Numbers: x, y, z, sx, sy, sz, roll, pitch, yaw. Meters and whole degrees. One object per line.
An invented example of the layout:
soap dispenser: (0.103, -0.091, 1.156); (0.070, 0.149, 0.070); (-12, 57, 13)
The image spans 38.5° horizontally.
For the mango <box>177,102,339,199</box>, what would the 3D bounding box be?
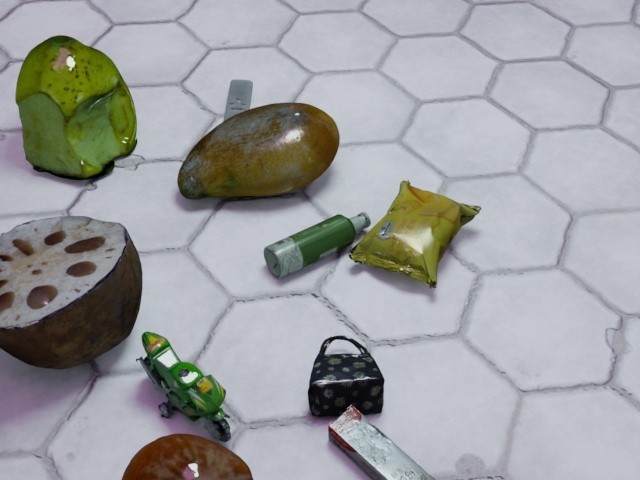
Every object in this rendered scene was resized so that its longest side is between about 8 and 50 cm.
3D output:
mango: (-0.117, -0.158, 1.711); (0.316, 0.146, 0.193); (-22, 47, -4)

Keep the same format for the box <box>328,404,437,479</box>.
box: (0.102, 0.323, 1.294); (0.055, 0.039, 0.218); (-34, 55, -29)

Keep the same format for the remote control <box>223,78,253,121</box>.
remote control: (-0.171, -0.265, 1.895); (0.050, 0.027, 0.184); (2, 49, 2)

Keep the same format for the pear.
pear: (-0.445, -0.277, 1.734); (0.164, 0.255, 0.238); (18, 42, 17)

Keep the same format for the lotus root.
lotus root: (-0.400, 0.091, 1.410); (0.272, 0.192, 0.272); (-6, 46, 6)

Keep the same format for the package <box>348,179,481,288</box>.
package: (0.168, -0.018, 1.607); (0.168, 0.090, 0.226); (20, 49, 20)

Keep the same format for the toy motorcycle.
toy motorcycle: (-0.197, 0.217, 1.342); (0.190, 0.106, 0.074); (36, 53, 28)

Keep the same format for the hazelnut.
hazelnut: (-0.179, 0.327, 1.183); (0.182, 0.182, 0.182); (1, 44, -1)

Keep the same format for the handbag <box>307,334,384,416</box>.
handbag: (0.034, 0.193, 1.402); (0.115, 0.072, 0.139); (-3, 40, -4)

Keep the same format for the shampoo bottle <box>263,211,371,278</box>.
shampoo bottle: (0.000, 0.000, 1.606); (0.204, 0.065, 0.065); (-25, 51, -25)
